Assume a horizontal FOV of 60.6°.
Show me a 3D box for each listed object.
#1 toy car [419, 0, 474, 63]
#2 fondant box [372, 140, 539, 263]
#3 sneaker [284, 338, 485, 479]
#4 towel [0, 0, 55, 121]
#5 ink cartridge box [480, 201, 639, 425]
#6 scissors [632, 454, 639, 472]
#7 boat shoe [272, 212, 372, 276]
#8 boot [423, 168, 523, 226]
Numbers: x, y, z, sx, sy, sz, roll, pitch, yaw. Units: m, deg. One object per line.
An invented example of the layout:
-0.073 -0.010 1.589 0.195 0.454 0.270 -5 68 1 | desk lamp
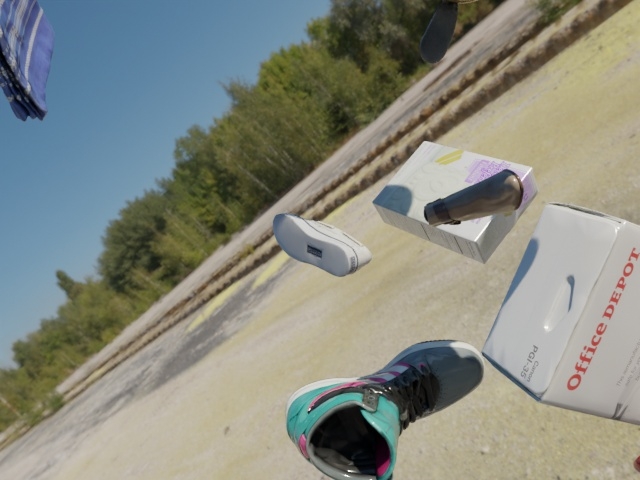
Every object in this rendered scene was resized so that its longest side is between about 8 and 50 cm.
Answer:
0.136 -0.243 0.444 0.188 0.155 0.149 -45 42 3 | toy car
0.329 -0.108 1.370 0.330 0.096 0.238 27 71 44 | fondant box
0.095 0.223 0.717 0.295 0.124 0.178 -19 9 -1 | sneaker
-0.394 -0.341 0.657 0.040 0.336 0.243 -10 49 -8 | towel
0.361 0.095 0.642 0.207 0.283 0.117 -69 23 8 | ink cartridge box
0.383 0.126 0.507 0.109 0.021 0.297 -16 -44 -31 | scissors
0.000 0.000 1.217 0.088 0.096 0.267 -14 25 -40 | boat shoe
0.151 -0.037 0.565 0.087 0.042 0.118 -16 -8 4 | boot
